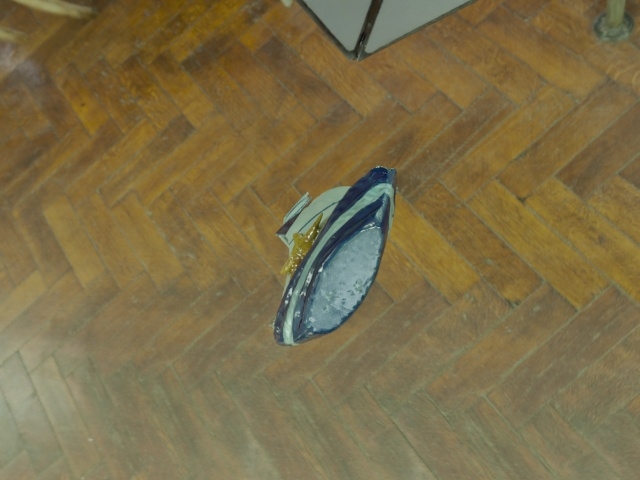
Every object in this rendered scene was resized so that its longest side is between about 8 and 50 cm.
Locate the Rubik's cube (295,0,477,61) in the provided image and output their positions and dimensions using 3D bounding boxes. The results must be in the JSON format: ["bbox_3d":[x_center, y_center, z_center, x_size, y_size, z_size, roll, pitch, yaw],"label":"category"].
[{"bbox_3d":[0.077,-0.439,0.798,0.254,0.259,0.260,-20,63,28],"label":"Rubik's cube"}]

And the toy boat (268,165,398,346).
[{"bbox_3d":[0.000,0.000,0.705,0.221,0.067,0.291,-57,17,5],"label":"toy boat"}]
